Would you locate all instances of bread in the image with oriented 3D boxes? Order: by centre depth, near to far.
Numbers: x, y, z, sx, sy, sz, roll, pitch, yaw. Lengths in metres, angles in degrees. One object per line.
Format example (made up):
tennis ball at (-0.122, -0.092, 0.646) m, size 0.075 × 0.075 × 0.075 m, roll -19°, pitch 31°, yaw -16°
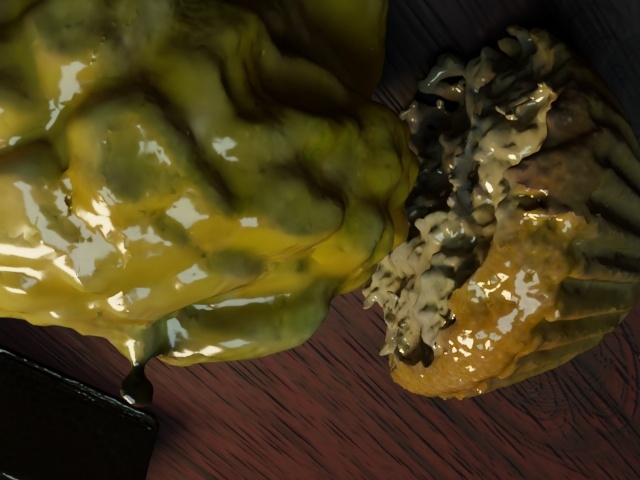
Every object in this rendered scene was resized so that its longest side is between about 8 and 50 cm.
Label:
bread at (0.129, -0.014, 0.671) m, size 0.149 × 0.274 × 0.274 m, roll 16°, pitch 133°, yaw -19°

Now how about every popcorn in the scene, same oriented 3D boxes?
popcorn at (-0.103, -0.094, 0.608) m, size 0.349 × 0.382 × 0.349 m, roll 8°, pitch 177°, yaw 0°

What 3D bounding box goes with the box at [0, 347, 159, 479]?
box at (-0.343, 0.243, 1.043) m, size 0.273 × 0.143 × 0.184 m, roll 29°, pitch 129°, yaw -19°
